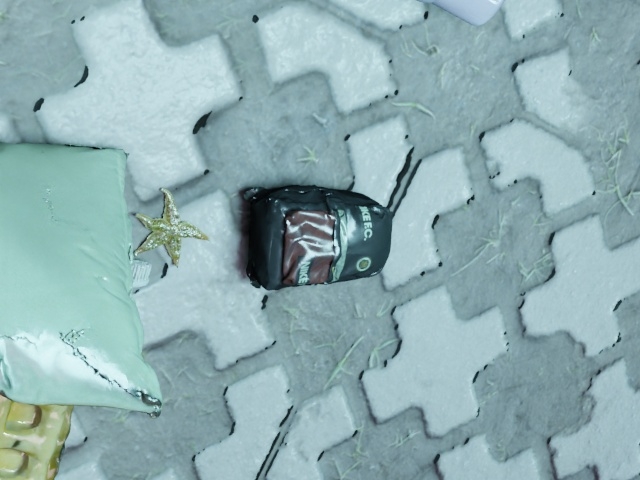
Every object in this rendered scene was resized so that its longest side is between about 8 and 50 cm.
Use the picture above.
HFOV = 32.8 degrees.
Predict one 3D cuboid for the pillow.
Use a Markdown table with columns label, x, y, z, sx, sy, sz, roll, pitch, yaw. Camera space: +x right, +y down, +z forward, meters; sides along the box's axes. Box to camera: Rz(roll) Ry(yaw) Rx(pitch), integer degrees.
| label | x | y | z | sx | sy | sz | roll | pitch | yaw |
| --- | --- | --- | --- | --- | --- | --- | --- | --- | --- |
| pillow | -0.311 | 0.025 | 1.008 | 0.312 | 0.310 | 0.119 | 3 | 150 | -28 |

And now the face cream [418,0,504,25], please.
| label | x | y | z | sx | sy | sz | roll | pitch | yaw |
| --- | --- | --- | --- | --- | --- | --- | --- | --- | --- |
| face cream | 0.077 | -0.331 | 1.151 | 0.273 | 0.096 | 0.154 | 26 | 100 | -16 |

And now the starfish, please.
| label | x | y | z | sx | sy | sz | roll | pitch | yaw |
| --- | --- | --- | --- | --- | --- | --- | --- | --- | --- |
| starfish | -0.163 | -0.014 | 1.193 | 0.086 | 0.016 | 0.092 | -8 | 109 | -24 |

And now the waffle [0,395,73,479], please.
| label | x | y | z | sx | sy | sz | roll | pitch | yaw |
| --- | --- | --- | --- | --- | --- | --- | --- | --- | --- |
| waffle | -0.438 | 0.166 | 1.075 | 0.376 | 0.114 | 0.261 | 15 | 102 | -28 |

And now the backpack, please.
| label | x | y | z | sx | sy | sz | roll | pitch | yaw |
| --- | --- | --- | --- | --- | --- | --- | --- | --- | --- |
| backpack | 0.002 | -0.004 | 1.217 | 0.165 | 0.106 | 0.120 | -6 | 108 | -20 |

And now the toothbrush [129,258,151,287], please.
| label | x | y | z | sx | sy | sz | roll | pitch | yaw |
| --- | --- | --- | --- | --- | --- | --- | --- | --- | --- |
| toothbrush | -0.309 | 0.034 | 1.104 | 0.307 | 0.025 | 0.030 | 0 | 119 | -37 |
